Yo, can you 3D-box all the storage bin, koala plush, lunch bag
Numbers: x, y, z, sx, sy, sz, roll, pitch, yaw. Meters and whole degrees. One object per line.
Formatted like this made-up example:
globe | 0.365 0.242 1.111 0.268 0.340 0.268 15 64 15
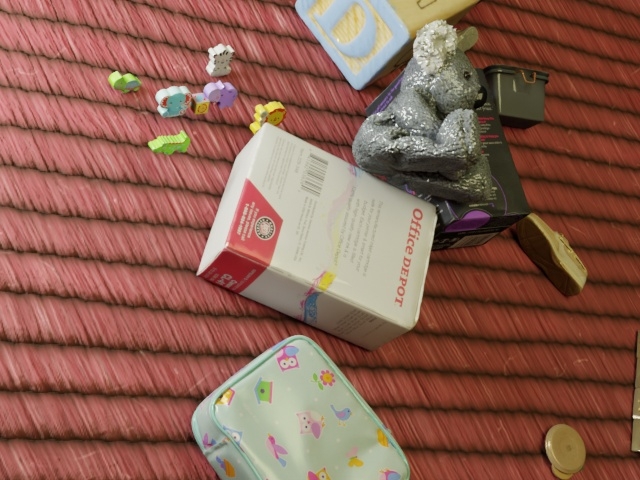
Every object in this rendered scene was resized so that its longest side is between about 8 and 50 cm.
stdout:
storage bin | 0.352 -0.259 1.819 0.135 0.098 0.091 4 77 -27
koala plush | 0.162 -0.196 1.473 0.203 0.196 0.221 9 74 19
lunch bag | -0.020 0.283 1.368 0.224 0.108 0.279 -37 89 -38

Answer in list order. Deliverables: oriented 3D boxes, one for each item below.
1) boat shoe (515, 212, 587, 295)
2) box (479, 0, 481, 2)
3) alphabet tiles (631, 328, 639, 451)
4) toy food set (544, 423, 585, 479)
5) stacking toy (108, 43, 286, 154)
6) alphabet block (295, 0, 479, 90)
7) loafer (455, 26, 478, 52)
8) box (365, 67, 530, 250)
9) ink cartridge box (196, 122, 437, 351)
boat shoe | 0.404 0.017 1.743 0.170 0.063 0.059 53 52 -9
box | 0.282 -0.478 1.789 0.183 0.231 0.056 -30 88 -33
alphabet tiles | 0.666 0.246 1.667 0.011 0.285 0.343 45 49 -45
toy food set | 0.395 0.338 1.618 0.082 0.020 0.083 -24 81 -34
stacking toy | -0.184 -0.213 1.494 0.221 0.052 0.167 -16 52 -32
alphabet block | 0.111 -0.403 1.692 0.197 0.192 0.193 -35 89 -33
loafer | 0.239 -0.353 1.833 0.125 0.039 0.045 -38 122 -32
box | 0.206 -0.133 1.649 0.165 0.143 0.271 -5 71 -29
ink cartridge box | 0.000 0.000 1.489 0.306 0.131 0.226 26 58 -17
